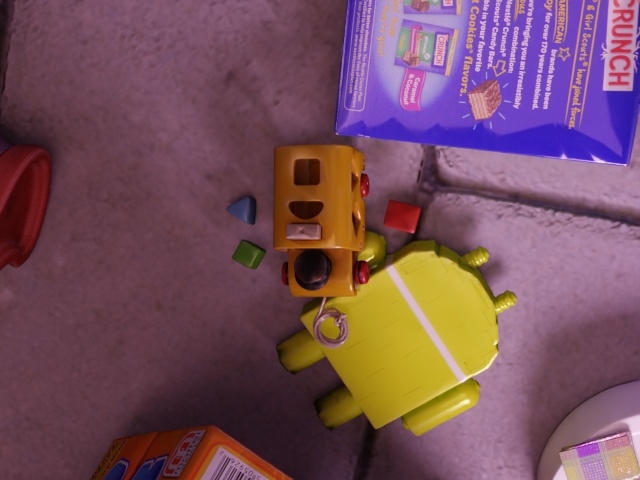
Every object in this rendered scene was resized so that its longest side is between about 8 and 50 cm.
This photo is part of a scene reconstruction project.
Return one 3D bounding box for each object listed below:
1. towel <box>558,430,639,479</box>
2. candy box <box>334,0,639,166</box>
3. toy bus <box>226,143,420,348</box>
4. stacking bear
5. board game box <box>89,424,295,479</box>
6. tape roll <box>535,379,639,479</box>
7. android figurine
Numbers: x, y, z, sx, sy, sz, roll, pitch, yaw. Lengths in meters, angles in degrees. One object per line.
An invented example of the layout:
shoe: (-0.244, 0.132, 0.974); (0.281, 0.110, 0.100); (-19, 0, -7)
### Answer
towel: (0.315, 0.249, 1.597); (0.083, 0.009, 0.060); (-17, 105, 9)
candy box: (0.187, -0.230, 1.517); (0.317, 0.122, 0.268); (7, 105, 3)
toy bus: (-0.005, -0.012, 1.574); (0.202, 0.104, 0.191); (45, 98, 15)
stacking bear: (-0.464, -0.081, 1.595); (0.289, 0.175, 0.164); (21, 108, 6)
board game box: (-0.120, 0.445, 1.502); (0.356, 0.356, 0.356); (37, 68, -14)
tape roll: (0.396, 0.308, 1.666); (0.286, 0.100, 0.286); (1, 106, 4)
android figurine: (0.093, 0.106, 1.653); (0.273, 0.056, 0.248); (-33, 101, 13)
